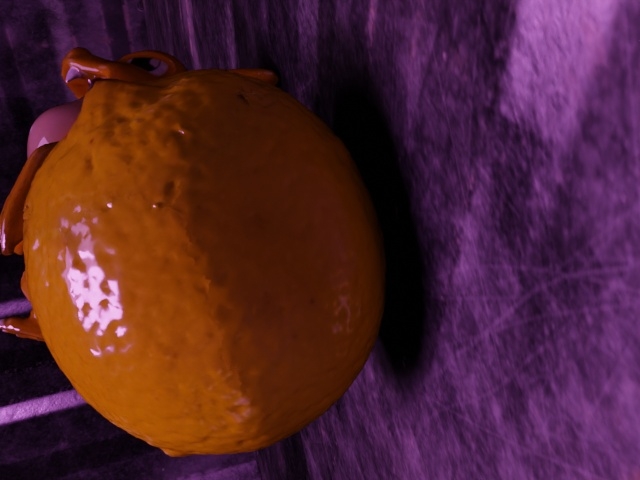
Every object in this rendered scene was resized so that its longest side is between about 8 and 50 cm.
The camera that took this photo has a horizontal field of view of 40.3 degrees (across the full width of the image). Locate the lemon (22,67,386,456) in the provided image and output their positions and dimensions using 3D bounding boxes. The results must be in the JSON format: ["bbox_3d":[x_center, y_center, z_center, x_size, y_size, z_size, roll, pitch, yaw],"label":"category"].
[{"bbox_3d":[-0.096,0.018,0.771,0.336,0.336,0.336,167,90,-78],"label":"lemon"}]

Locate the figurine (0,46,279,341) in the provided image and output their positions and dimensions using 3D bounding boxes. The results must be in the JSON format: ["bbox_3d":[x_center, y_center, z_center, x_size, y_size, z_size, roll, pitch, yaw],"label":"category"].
[{"bbox_3d":[-0.204,-0.032,1.068,0.268,0.401,0.387,-17,54,49],"label":"figurine"}]
